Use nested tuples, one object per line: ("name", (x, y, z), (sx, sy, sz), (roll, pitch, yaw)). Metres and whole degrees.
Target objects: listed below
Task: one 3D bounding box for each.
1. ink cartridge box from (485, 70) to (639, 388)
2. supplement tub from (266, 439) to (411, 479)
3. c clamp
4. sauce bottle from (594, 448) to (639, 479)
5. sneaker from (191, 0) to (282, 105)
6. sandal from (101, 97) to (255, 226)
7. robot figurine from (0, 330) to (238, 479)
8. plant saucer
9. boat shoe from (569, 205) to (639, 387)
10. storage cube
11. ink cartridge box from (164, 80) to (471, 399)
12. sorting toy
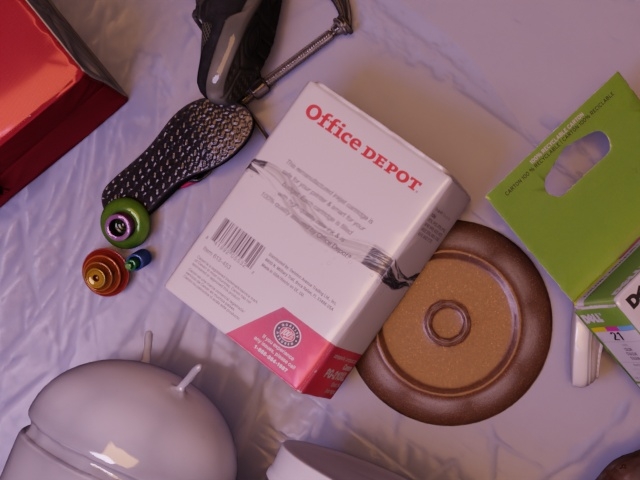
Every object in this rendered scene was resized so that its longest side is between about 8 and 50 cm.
("ink cartridge box", (0.301, -0.004, 1.292), (0.189, 0.097, 0.255), (-43, 97, -13))
("supplement tub", (-0.005, 0.364, 1.288), (0.235, 0.235, 0.324), (23, 91, 6))
("c clamp", (-0.032, -0.191, 1.417), (0.161, 0.022, 0.137), (-42, 78, 3))
("sauce bottle", (0.271, 0.277, 1.324), (0.111, 0.111, 0.344), (41, 93, 6))
("sneaker", (-0.104, -0.238, 1.384), (0.130, 0.087, 0.227), (8, 79, 15))
("sandal", (-0.137, -0.079, 1.419), (0.179, 0.040, 0.067), (-36, 79, 18))
("robot figurine", (-0.199, 0.259, 1.318), (0.300, 0.200, 0.353), (22, 89, 47))
("plant saucer", (0.121, 0.078, 1.384), (0.199, 0.036, 0.198), (0, 88, 7))
("boat shoe", (0.270, 0.048, 1.360), (0.063, 0.066, 0.184), (9, 80, 7))
("storage cube", (-0.327, -0.154, 1.364), (0.193, 0.183, 0.215), (-39, 85, 3))
("ink cartridge box", (0.000, 0.000, 1.349), (0.172, 0.100, 0.237), (36, 93, 21))
("sorting toy", (-0.197, 0.012, 1.405), (0.061, 0.042, 0.102), (22, 106, 8))
